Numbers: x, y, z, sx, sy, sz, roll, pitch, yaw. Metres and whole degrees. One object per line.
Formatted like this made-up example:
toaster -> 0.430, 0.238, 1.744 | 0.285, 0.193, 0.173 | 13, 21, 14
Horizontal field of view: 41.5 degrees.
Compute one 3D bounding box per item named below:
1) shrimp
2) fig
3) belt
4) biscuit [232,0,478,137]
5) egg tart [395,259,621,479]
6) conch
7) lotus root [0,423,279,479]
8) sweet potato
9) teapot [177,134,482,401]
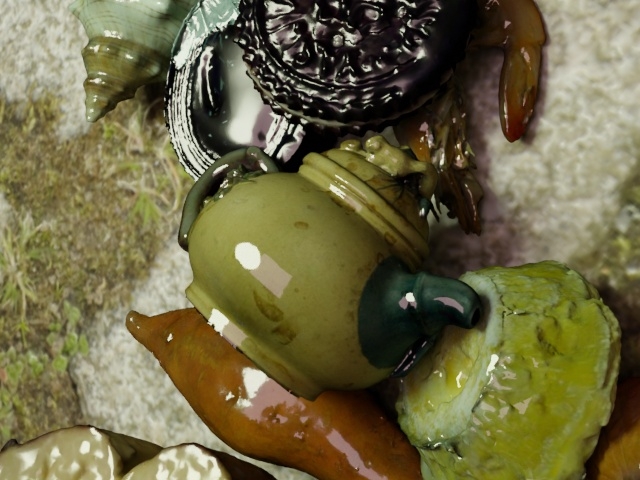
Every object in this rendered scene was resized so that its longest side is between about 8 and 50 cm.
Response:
shrimp -> 0.112, -0.121, 0.660 | 0.133, 0.053, 0.236 | -11, 75, 10
fig -> 0.206, 0.131, 0.524 | 0.119, 0.153, 0.119 | -26, 46, 30
belt -> -0.057, -0.133, 0.734 | 0.151, 0.078, 0.198 | 9, 89, 23
biscuit -> 0.026, -0.171, 0.641 | 0.195, 0.053, 0.194 | -4, 74, 13
egg tart -> 0.110, 0.093, 0.571 | 0.197, 0.078, 0.197 | -53, 23, 33
conch -> -0.158, -0.215, 0.791 | 0.137, 0.114, 0.234 | 43, 102, 13
lotus root -> -0.122, 0.276, 0.660 | 0.316, 0.250, 0.316 | -10, 69, 27
sweet potato -> -0.038, 0.127, 0.687 | 0.359, 0.112, 0.112 | 23, 98, 32
teapot -> 0.000, 0.000, 0.600 | 0.182, 0.173, 0.269 | -49, 49, -2
